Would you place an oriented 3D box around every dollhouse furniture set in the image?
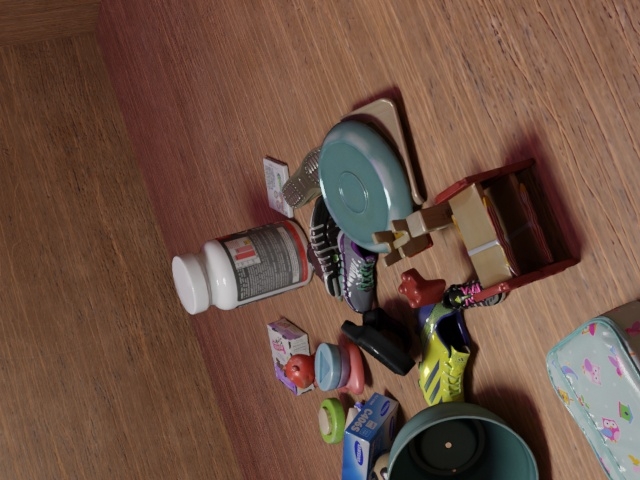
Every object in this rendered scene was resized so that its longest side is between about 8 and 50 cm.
[{"bbox_3d":[0.265,0.015,1.455,0.374,0.152,0.201,-36,72,64],"label":"dollhouse furniture set"}]

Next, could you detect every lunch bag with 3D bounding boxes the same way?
[{"bbox_3d":[0.476,0.253,1.209,0.279,0.108,0.224,65,154,19],"label":"lunch bag"}]

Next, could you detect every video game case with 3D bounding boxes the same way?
[{"bbox_3d":[-0.125,-0.158,2.334,0.143,0.019,0.157,29,130,58],"label":"video game case"}]

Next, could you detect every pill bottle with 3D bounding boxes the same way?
[{"bbox_3d":[-0.223,0.079,2.270,0.210,0.363,0.210,42,140,49],"label":"pill bottle"}]

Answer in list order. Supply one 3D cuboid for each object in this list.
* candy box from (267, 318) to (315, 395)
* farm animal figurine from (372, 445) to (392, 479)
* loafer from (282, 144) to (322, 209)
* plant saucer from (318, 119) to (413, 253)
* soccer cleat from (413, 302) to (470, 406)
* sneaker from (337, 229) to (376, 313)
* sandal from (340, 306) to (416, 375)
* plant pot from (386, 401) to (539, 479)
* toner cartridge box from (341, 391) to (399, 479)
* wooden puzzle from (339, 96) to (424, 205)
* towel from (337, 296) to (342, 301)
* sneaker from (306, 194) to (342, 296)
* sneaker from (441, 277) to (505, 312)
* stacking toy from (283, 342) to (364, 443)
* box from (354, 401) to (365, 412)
[{"bbox_3d":[-0.095,0.370,2.530,0.165,0.070,0.196,25,127,59],"label":"candy box"},{"bbox_3d":[0.229,0.623,1.879,0.327,0.172,0.330,49,146,43],"label":"farm animal figurine"},{"bbox_3d":[0.001,-0.172,1.978,0.268,0.092,0.102,-33,89,48],"label":"loafer"},{"bbox_3d":[0.086,-0.111,1.775,0.317,0.044,0.317,39,142,40],"label":"plant saucer"},{"bbox_3d":[0.270,0.261,1.673,0.121,0.093,0.289,9,114,53],"label":"soccer cleat"},{"bbox_3d":[0.099,0.075,1.933,0.098,0.083,0.223,-1,103,60],"label":"sneaker"},{"bbox_3d":[0.154,0.226,1.827,0.167,0.107,0.446,39,174,-3],"label":"sandal"},{"bbox_3d":[0.270,0.449,1.606,0.196,0.293,0.293,-95,-5,-77],"label":"plant pot"},{"bbox_3d":[0.125,0.581,2.070,0.075,0.165,0.347,19,128,24],"label":"toner cartridge box"},{"bbox_3d":[0.138,-0.183,1.744,0.221,0.044,0.238,-9,101,65],"label":"wooden puzzle"},{"bbox_3d":[0.045,0.122,2.157,0.060,0.009,0.083,50,146,41],"label":"towel"},{"bbox_3d":[0.000,0.000,2.069,0.162,0.106,0.281,34,135,59],"label":"sneaker"},{"bbox_3d":[0.293,0.108,1.545,0.170,0.075,0.063,-24,83,65],"label":"sneaker"},{"bbox_3d":[0.003,0.425,2.205,0.309,0.130,0.279,144,125,-63],"label":"stacking toy"},{"bbox_3d":[0.130,0.513,2.198,0.081,0.028,0.136,20,120,61],"label":"box"}]
